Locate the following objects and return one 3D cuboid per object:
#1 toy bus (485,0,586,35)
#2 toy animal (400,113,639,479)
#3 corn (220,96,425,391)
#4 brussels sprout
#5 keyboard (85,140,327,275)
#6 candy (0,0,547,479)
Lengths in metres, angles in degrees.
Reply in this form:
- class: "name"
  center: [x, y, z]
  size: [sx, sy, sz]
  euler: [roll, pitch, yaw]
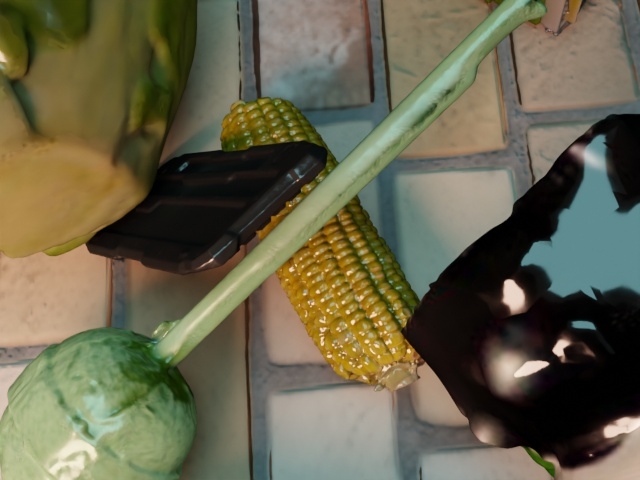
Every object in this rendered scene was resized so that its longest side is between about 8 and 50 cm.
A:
- class: "toy bus"
  center: [0.238, -0.298, 0.745]
  size: [0.139, 0.113, 0.301]
  euler: [37, 79, 16]
- class: "toy animal"
  center: [0.189, 0.084, 0.559]
  size: [0.212, 0.212, 0.266]
  euler: [-36, 82, -9]
- class: "corn"
  center: [0.000, 0.000, 0.668]
  size: [0.080, 0.080, 0.238]
  euler: [-27, 67, -6]
- class: "brussels sprout"
  center: [-0.239, -0.175, 0.648]
  size: [0.315, 0.276, 0.371]
  euler: [-37, 71, -5]
- class: "keyboard"
  center: [-0.081, -0.022, 0.607]
  size: [0.106, 0.262, 0.016]
  euler: [-46, 111, -17]
- class: "candy"
  center: [-0.033, 0.008, 0.593]
  size: [0.440, 0.119, 0.119]
  euler: [-46, 72, 7]
